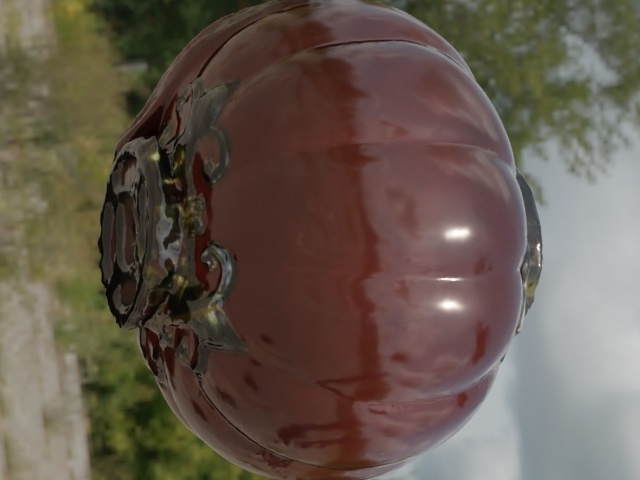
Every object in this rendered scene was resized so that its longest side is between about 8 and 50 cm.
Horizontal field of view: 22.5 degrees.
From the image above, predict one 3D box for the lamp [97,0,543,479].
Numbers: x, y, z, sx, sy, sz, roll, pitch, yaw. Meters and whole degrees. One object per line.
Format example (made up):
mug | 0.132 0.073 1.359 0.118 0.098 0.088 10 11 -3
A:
lamp | 0.000 0.000 0.999 0.303 0.257 0.303 -178 -90 -68
